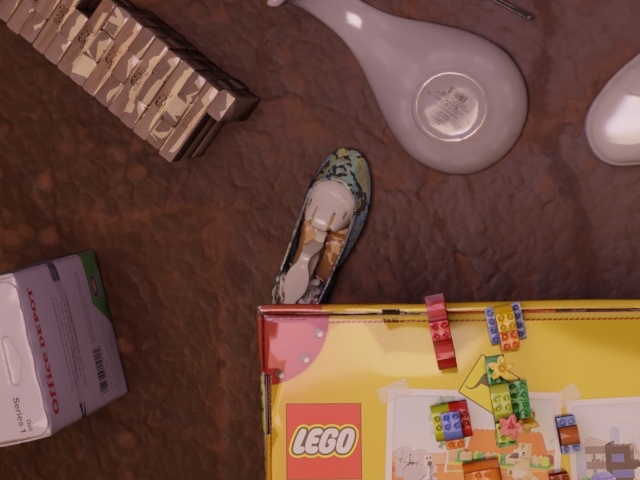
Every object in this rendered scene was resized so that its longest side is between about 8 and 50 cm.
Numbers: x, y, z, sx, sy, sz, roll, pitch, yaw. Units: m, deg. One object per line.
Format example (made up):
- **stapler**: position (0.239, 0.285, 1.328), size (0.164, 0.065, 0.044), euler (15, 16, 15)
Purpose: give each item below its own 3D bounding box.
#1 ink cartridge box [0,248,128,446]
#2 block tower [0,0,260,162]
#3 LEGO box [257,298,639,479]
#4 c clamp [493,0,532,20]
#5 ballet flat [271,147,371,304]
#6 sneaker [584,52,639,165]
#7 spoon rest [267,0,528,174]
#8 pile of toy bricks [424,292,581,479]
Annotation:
- **ink cartridge box**: position (-0.283, 0.104, 1.711), size (0.092, 0.219, 0.160), euler (-12, 92, 15)
- **block tower**: position (-0.225, -0.209, 1.734), size (0.335, 0.091, 0.097), euler (38, 104, 8)
- **LEGO box**: position (0.200, 0.240, 1.555), size (0.500, 0.193, 0.372), euler (-1, 86, 5)
- **c clamp**: position (0.170, -0.310, 1.662), size (0.137, 0.022, 0.161), euler (24, 102, 16)
- **ballet flat**: position (0.000, 0.000, 1.711), size (0.070, 0.070, 0.188), euler (19, 100, 12)
- **sneaker**: position (0.368, -0.154, 1.573), size (0.290, 0.123, 0.106), euler (-28, 90, 16)
- **spoon rest**: position (0.078, -0.175, 1.677), size (0.276, 0.084, 0.137), euler (37, 105, -5)
- **pile of toy bricks**: position (0.149, 0.141, 1.415), size (0.118, 0.105, 0.212), euler (-11, 85, 4)
